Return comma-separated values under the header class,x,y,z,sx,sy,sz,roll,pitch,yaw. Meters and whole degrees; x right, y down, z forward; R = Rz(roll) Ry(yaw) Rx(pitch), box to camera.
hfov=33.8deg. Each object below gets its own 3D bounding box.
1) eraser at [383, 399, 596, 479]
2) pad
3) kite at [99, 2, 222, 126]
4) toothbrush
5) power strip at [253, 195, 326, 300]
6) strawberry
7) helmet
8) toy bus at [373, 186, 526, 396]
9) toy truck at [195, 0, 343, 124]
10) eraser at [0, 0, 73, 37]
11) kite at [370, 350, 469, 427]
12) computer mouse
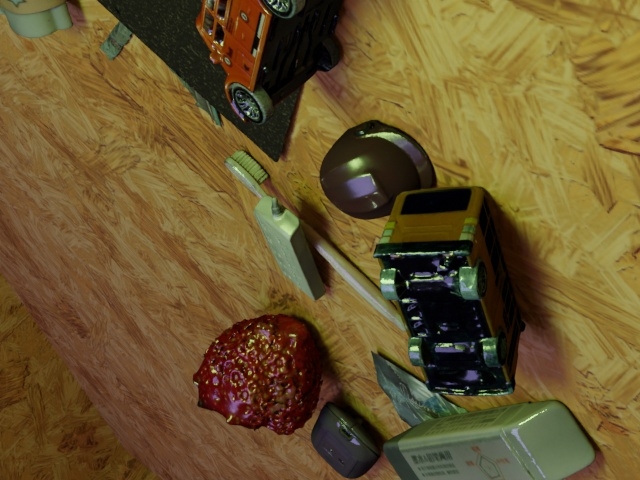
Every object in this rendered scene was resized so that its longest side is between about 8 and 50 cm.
class,x,y,z,sx,sy,sz,roll,pitch,yaw
eraser,0.190,0.256,1.275,0.089,0.061,0.352,55,152,-4
pad,-0.148,-0.244,1.163,0.330,0.004,0.220,43,154,9
kite,-0.227,-0.268,1.273,0.335,0.011,0.314,50,157,-5
toothbrush,0.000,0.000,1.289,0.307,0.029,0.025,44,161,3
power strip,-0.036,0.010,1.299,0.060,0.027,0.253,39,167,23
strawberry,-0.079,0.187,1.561,0.187,0.184,0.202,43,128,23
helmet,0.047,-0.062,1.043,0.098,0.070,0.123,56,157,-18
toy bus,0.130,0.052,1.018,0.098,0.114,0.201,-3,132,25
toy truck,-0.039,-0.211,0.909,0.114,0.107,0.253,45,156,8
eraser,-0.407,-0.398,1.290,0.171,0.087,0.291,39,155,29
kite,0.188,0.256,1.383,0.310,0.015,0.169,31,153,37
computer mouse,0.039,0.319,1.685,0.120,0.057,0.232,43,159,12
